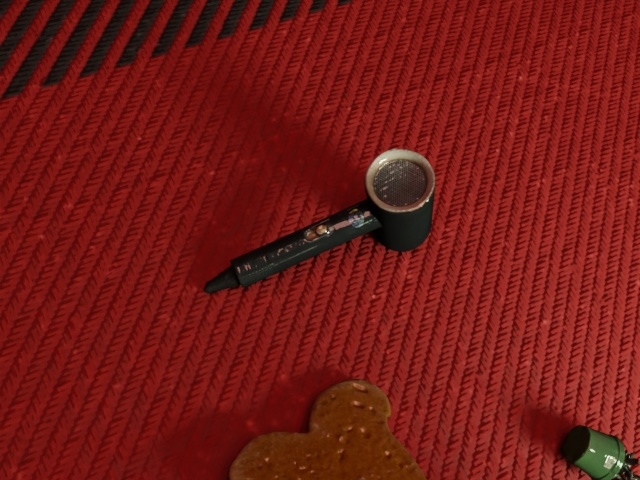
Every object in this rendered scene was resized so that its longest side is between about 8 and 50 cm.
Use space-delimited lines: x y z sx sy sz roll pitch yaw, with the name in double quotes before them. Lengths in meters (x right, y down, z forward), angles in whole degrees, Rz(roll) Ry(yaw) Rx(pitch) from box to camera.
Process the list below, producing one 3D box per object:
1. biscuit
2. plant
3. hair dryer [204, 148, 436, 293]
"biscuit" 0.061 0.274 0.628 0.205 0.049 0.324 -26 54 -32
"plant" 0.304 0.231 0.762 0.102 0.051 0.051 30 64 -13
"hair dryer" 0.000 0.000 0.765 0.255 0.128 0.070 -24 69 0
